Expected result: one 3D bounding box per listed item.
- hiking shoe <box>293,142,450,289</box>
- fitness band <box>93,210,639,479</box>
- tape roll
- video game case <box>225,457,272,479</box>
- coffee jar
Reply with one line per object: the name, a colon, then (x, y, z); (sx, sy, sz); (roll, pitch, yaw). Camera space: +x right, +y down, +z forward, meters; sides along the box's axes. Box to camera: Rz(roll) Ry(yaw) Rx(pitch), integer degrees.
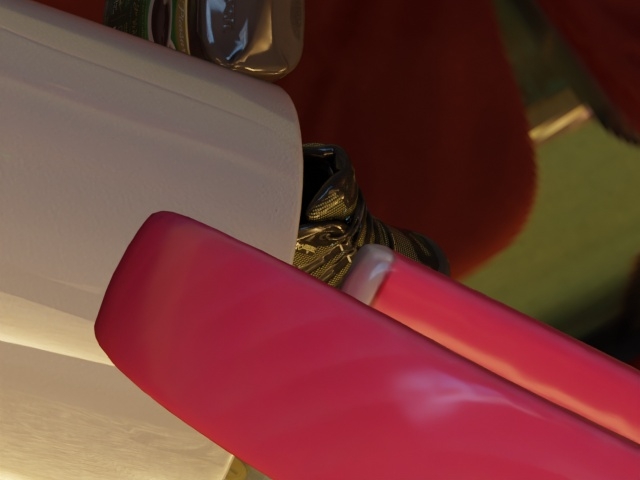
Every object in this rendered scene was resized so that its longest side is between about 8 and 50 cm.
hiking shoe: (0.000, 0.000, 1.047); (0.226, 0.086, 0.114); (9, 145, -36)
fitness band: (0.080, 0.065, 0.484); (0.054, 0.290, 0.209); (-64, -173, 3)
tape roll: (-0.131, 0.020, 0.811); (0.169, 0.246, 0.246); (17, 137, -19)
video game case: (-0.055, 0.145, 1.144); (0.204, 0.285, 0.025); (-54, 175, -1)
coffee jar: (-0.080, -0.145, 1.248); (0.079, 0.096, 0.184); (2, 178, -29)
